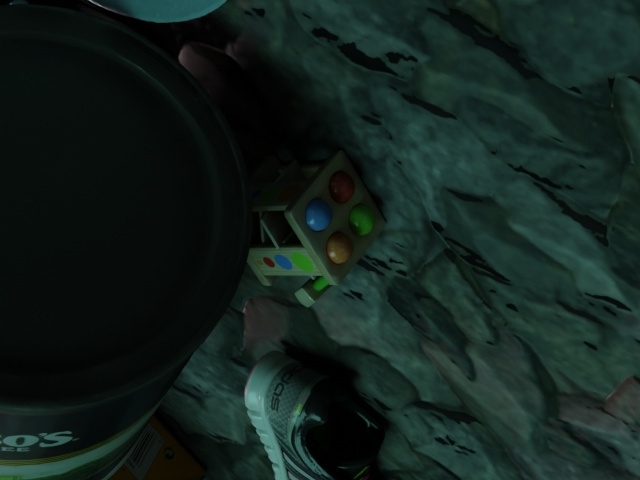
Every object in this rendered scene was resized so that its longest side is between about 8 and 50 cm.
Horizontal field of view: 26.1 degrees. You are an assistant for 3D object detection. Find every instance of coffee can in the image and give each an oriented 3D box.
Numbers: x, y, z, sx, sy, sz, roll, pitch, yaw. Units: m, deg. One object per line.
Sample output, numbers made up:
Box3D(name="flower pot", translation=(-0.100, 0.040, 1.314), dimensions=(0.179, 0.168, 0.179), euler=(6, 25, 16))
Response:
Box3D(name="coffee can", translation=(-0.164, 0.028, 0.751), dimensions=(0.201, 0.201, 0.275), euler=(38, 154, 1))

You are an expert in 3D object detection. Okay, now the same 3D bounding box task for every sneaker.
Box3D(name="sneaker", translation=(0.011, 0.148, 0.908), dimensions=(0.075, 0.063, 0.170), euler=(12, 135, 45))

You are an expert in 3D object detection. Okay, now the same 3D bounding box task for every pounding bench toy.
Box3D(name="pounding bench toy", translation=(0.000, 0.000, 0.743), dimensions=(0.065, 0.052, 0.083), euler=(0, 131, 45))

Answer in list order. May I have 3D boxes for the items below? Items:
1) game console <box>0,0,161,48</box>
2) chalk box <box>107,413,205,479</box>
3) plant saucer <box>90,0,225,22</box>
Box3D(name="game console", translation=(-0.155, -0.084, 0.781), dimensions=(0.071, 0.107, 0.122), euler=(58, 155, 25))
Box3D(name="chalk box", translation=(-0.276, 0.216, 1.110), dimensions=(0.289, 0.179, 0.180), euler=(-19, 119, 36))
Box3D(name="plant saucer", translation=(-0.101, -0.188, 0.622), dimensions=(0.195, 0.037, 0.195), euler=(26, 146, 19))
